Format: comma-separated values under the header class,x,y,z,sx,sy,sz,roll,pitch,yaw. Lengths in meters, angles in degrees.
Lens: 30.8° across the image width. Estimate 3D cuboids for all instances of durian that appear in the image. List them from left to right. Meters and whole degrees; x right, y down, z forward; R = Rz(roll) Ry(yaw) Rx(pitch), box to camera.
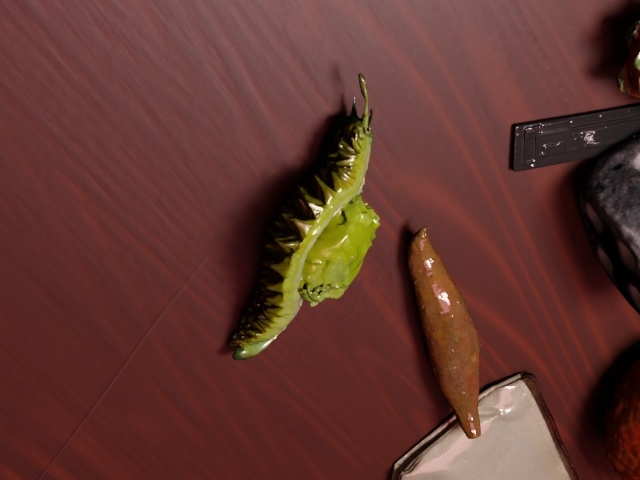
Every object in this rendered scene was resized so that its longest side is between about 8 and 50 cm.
class,x,y,z,sx,sy,sz,roll,pitch,yaw
durian,-0.005,-0.004,1.301,0.132,0.106,0.375,14,115,-32

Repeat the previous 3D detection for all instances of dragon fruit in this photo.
class,x,y,z,sx,sy,sz,roll,pitch,yaw
dragon fruit,0.437,-0.203,1.356,0.236,0.135,0.137,9,116,-48

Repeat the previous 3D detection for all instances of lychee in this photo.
class,x,y,z,sx,sy,sz,roll,pitch,yaw
lychee,0.532,0.243,1.555,0.255,0.255,0.300,34,133,-32

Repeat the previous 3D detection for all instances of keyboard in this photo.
class,x,y,z,sx,sy,sz,roll,pitch,yaw
keyboard,0.327,-0.128,1.413,0.204,0.013,0.061,-11,120,-15

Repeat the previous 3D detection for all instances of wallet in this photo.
class,x,y,z,sx,sy,sz,roll,pitch,yaw
wallet,0.249,0.354,1.617,0.275,0.068,0.335,-33,117,-6

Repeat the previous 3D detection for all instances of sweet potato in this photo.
class,x,y,z,sx,sy,sz,roll,pitch,yaw
sweet potato,0.163,0.110,1.450,0.072,0.066,0.314,-23,120,-16

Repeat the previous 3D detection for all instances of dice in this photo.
class,x,y,z,sx,sy,sz,roll,pitch,yaw
dice,0.433,-0.017,1.406,0.181,0.183,0.182,-29,131,0
